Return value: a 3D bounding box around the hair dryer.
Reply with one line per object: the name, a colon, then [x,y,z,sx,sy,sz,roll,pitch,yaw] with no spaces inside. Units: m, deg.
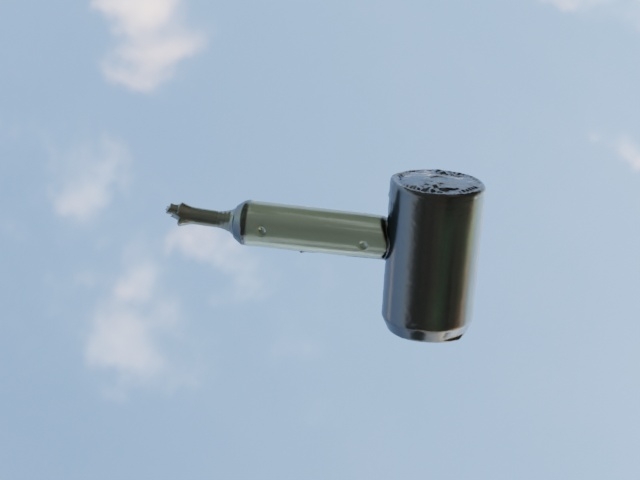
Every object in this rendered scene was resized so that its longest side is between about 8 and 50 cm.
hair dryer: [0.000,0.000,1.159,0.197,0.057,0.100,8,-73,8]
